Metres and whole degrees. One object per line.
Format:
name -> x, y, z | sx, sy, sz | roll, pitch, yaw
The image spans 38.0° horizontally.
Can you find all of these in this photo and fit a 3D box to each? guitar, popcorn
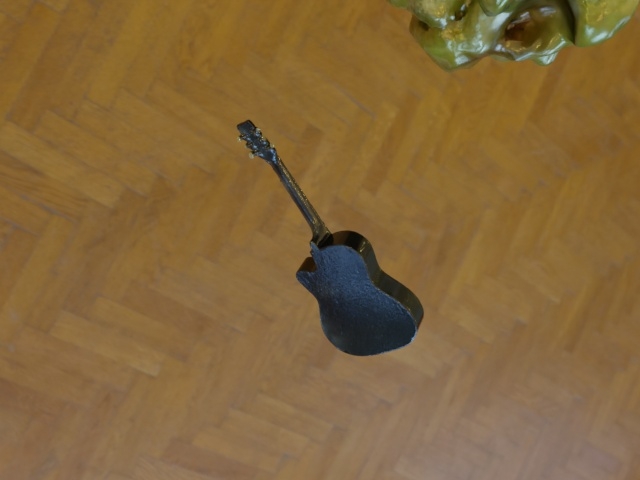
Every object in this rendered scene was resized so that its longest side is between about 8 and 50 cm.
guitar -> 0.000, 0.000, 0.760 | 0.233, 0.088, 0.025 | 56, 37, -20
popcorn -> 0.127, -0.251, 0.750 | 0.250, 0.242, 0.234 | 11, 91, -1
